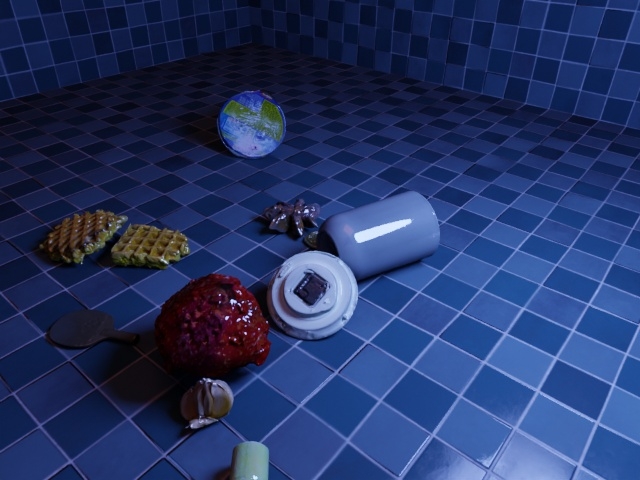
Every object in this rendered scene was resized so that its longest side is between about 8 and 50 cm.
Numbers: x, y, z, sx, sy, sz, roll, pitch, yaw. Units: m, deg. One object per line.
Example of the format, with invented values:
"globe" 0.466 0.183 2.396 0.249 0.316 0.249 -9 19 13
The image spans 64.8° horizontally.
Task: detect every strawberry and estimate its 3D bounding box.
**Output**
"strawberry" -0.232 0.178 1.121 0.273 0.221 0.274 14 16 -4

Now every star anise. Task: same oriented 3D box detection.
"star anise" -0.098 -0.082 1.656 0.196 0.073 0.212 6 32 3

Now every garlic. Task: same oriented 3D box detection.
"garlic" -0.235 0.329 1.041 0.113 0.094 0.074 -8 -6 -3

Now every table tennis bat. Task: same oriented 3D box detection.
"table tennis bat" -0.555 0.224 1.244 0.234 0.022 0.131 8 34 15

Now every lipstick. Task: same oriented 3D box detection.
"lipstick" -0.124 0.480 0.819 0.076 0.076 0.304 0 34 -1

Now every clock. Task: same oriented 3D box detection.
"clock" -0.025 0.128 1.266 0.236 0.053 0.237 -3 63 7

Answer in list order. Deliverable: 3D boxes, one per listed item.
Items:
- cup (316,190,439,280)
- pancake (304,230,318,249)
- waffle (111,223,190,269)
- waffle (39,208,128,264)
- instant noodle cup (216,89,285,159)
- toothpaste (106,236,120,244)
"cup" 0.156 -0.009 1.433 0.312 0.206 0.205 -17 38 -23
"pancake" -0.001 0.000 1.586 0.107 0.017 0.108 3 31 -2
"waffle" -0.495 0.021 1.508 0.210 0.055 0.161 7 34 2
"waffle" -0.729 -0.020 1.549 0.237 0.059 0.243 2 38 25
"instant noodle cup" -0.281 -0.528 2.169 0.283 0.285 0.312 0 26 -1
"toothpaste" -0.657 -0.001 1.574 0.139 0.021 0.037 11 33 10
